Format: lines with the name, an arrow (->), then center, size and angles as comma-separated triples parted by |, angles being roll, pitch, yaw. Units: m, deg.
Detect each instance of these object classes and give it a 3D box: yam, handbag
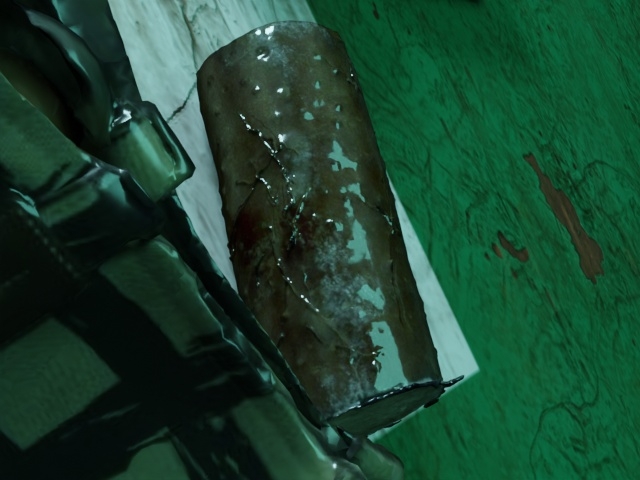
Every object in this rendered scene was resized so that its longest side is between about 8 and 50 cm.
yam -> -0.001, 0.001, 0.982 | 0.131, 0.131, 0.279 | 14, 56, -51
handbag -> -0.140, 0.088, 0.524 | 0.325, 0.327, 0.162 | 53, 29, -20
